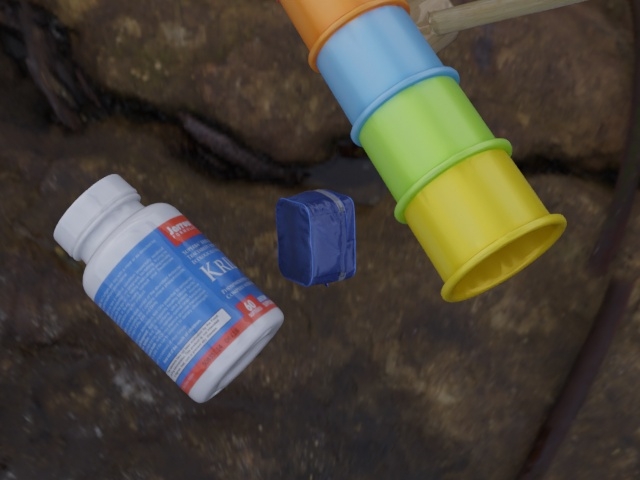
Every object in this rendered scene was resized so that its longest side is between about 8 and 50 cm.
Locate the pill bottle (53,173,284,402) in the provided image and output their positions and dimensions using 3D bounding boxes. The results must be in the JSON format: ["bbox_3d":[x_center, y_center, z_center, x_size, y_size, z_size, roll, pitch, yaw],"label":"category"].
[{"bbox_3d":[-0.153,0.042,1.345,0.221,0.124,0.124,43,77,7],"label":"pill bottle"}]

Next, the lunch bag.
[{"bbox_3d":[0.000,0.000,1.371,0.065,0.067,0.098,-12,110,-31],"label":"lunch bag"}]

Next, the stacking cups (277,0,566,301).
[{"bbox_3d":[0.038,-0.112,0.925,0.096,0.096,0.316,-30,74,-10],"label":"stacking cups"}]

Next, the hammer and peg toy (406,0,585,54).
[{"bbox_3d":[0.113,-0.331,1.152,0.266,0.361,0.127,6,36,41],"label":"hammer and peg toy"}]
